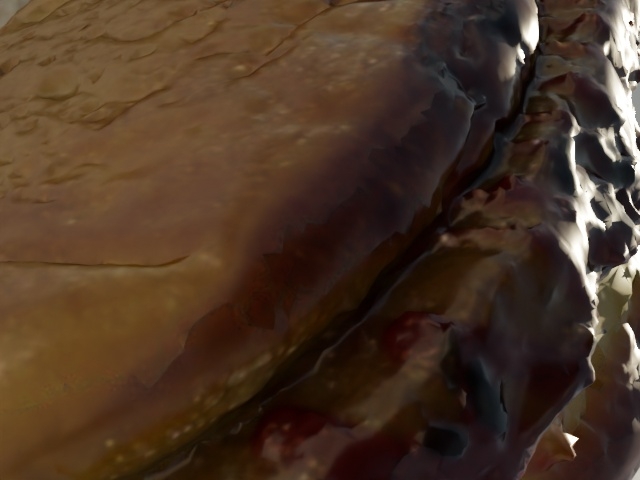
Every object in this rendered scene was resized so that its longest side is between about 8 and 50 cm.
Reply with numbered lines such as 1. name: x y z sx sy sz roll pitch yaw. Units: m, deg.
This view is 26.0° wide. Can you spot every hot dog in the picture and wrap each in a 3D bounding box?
1. hot dog: -0.001 -0.001 0.462 0.405 0.223 0.185 -63 143 -45
